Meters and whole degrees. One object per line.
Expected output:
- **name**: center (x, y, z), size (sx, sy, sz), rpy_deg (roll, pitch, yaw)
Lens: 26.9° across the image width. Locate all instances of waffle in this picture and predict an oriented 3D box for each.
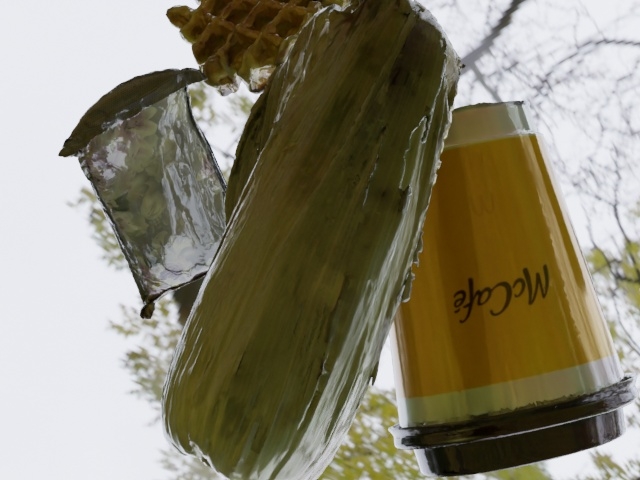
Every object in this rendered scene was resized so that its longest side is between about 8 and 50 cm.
- **waffle**: center (-0.022, -0.272, 1.423), size (0.310, 0.065, 0.283), rpy_deg (-20, -135, 19)

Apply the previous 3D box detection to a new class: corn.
- **corn**: center (-0.002, -0.002, 0.802), size (0.122, 0.123, 0.305), rpy_deg (20, -102, -8)

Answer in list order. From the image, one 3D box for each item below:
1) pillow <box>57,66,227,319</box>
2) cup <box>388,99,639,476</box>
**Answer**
- **pillow**: center (-0.166, -0.051, 1.361), size (0.169, 0.255, 0.059), rpy_deg (-37, -139, -24)
- **cup**: center (0.131, 0.040, 1.045), size (0.196, 0.196, 0.279), rpy_deg (-12, -93, 20)
